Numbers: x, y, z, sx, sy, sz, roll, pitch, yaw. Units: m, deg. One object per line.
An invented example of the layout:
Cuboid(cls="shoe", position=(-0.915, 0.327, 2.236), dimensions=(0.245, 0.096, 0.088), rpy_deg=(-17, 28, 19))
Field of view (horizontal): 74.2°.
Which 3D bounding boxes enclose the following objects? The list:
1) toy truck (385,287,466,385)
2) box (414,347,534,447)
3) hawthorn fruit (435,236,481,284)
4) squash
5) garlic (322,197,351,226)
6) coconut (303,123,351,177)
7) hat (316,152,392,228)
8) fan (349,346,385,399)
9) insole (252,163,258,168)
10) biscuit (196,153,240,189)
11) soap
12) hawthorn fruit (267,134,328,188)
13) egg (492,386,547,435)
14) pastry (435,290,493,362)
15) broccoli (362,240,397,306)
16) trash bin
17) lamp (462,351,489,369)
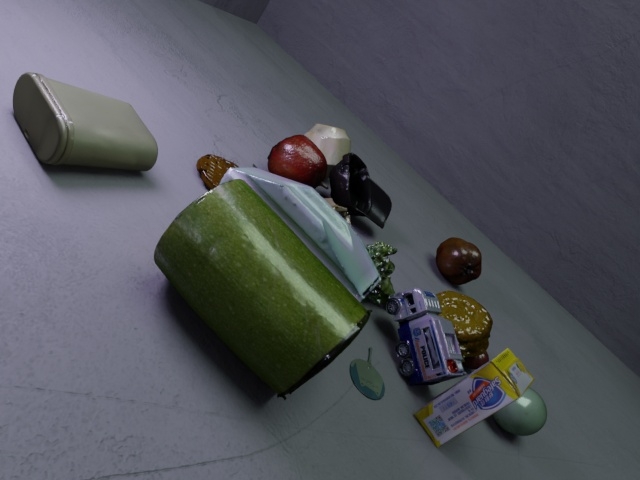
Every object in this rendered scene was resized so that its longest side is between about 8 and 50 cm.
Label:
Cuboid(cls="toy truck", position=(0.300, 0.265, 1.209), dimensions=(0.124, 0.155, 0.268), rpy_deg=(15, 55, -42))
Cuboid(cls="box", position=(0.388, 0.395, 1.071), dimensions=(0.168, 0.265, 0.097), rpy_deg=(3, 47, -54))
Cuboid(cls="hawthorn fruit", position=(0.624, 0.086, 1.956), dimensions=(0.208, 0.208, 0.248), rpy_deg=(31, 12, -19))
Cuboid(cls="squash", position=(-0.117, 0.098, 0.859), dimensions=(0.384, 0.263, 0.263), rpy_deg=(45, 27, 8))
Cuboid(cls="garlic", position=(0.000, 0.000, 1.219), dimensions=(0.237, 0.292, 0.210), rpy_deg=(23, 30, 20))
Cuboid(cls="coconut", position=(0.021, -0.384, 1.842), dimensions=(0.241, 0.241, 0.241), rpy_deg=(31, 28, -19))
Cuboid(cls="hat", position=(0.125, -0.171, 1.743), dimensions=(0.336, 0.208, 0.238), rpy_deg=(51, 44, -20))
Cuboid(cls="fan", position=(0.125, 0.337, 1.099), dimensions=(0.113, 0.005, 0.175), rpy_deg=(36, 28, -8))
Cuboid(cls="insole", position=(-0.204, -0.193, 1.440), dimensions=(0.080, 0.003, 0.232), rpy_deg=(52, 12, -38))
Cuboid(cls="biscuit", position=(-0.288, -0.188, 1.317), dimensions=(0.212, 0.036, 0.212), rpy_deg=(34, 27, -20))
Cuboid(cls="soap", position=(-0.075, 0.008, 1.051), dimensions=(0.446, 0.261, 0.156), rpy_deg=(45, 24, 9))
Cuboid(cls="hawthorn fruit", position=(-0.072, -0.264, 1.553), dimensions=(0.249, 0.215, 0.215), rpy_deg=(44, 26, -4))
Cuboid(cls="egg", position=(0.606, 0.517, 1.298), dimensions=(0.192, 0.149, 0.150), rpy_deg=(21, 33, -37))
Cuboid(cls="pastry", position=(0.446, 0.274, 1.411), dimensions=(0.235, 0.132, 0.240), rpy_deg=(-11, 30, -37))
Cuboid(cls="broccoli", position=(0.178, 0.105, 1.331), dimensions=(0.177, 0.199, 0.274), rpy_deg=(3, -10, 40))
Cuboid(cls="trash bin", position=(-0.549, -0.269, 1.009), dimensions=(0.243, 0.121, 0.247), rpy_deg=(51, 26, 21))
Cuboid(cls="lamp", position=(0.522, 0.394, 1.442), dimensions=(0.101, 0.090, 0.101), rpy_deg=(-1, 24, 0))
